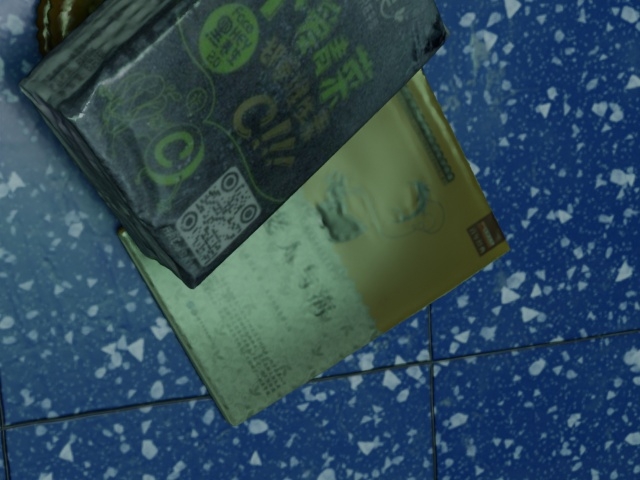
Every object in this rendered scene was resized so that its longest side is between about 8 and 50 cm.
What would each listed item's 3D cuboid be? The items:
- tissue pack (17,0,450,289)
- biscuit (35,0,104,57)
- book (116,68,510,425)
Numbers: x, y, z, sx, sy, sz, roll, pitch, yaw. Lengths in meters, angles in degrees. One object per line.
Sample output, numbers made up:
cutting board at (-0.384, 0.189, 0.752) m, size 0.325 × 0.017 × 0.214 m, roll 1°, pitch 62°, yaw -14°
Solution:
tissue pack at (-0.070, -0.178, 1.458) m, size 0.394 × 0.124 × 0.288 m, roll -45°, pitch 139°, yaw -12°
biscuit at (-0.181, -0.225, 1.514) m, size 0.220 × 0.066 × 0.221 m, roll -4°, pitch 100°, yaw -22°
book at (0.000, 0.000, 1.638) m, size 0.389 × 0.032 × 0.269 m, roll -33°, pitch 109°, yaw -10°
